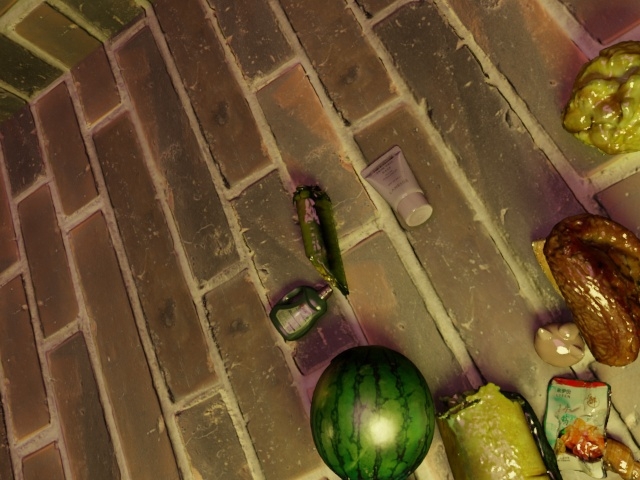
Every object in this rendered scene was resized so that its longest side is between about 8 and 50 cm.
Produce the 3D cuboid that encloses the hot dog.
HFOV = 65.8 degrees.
[{"bbox_3d":[0.673,0.112,1.160,0.174,0.267,0.387,-13,115,51],"label":"hot dog"}]

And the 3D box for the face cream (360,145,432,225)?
[{"bbox_3d":[0.245,-0.170,1.554,0.154,0.096,0.273,-39,53,14],"label":"face cream"}]

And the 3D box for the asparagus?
[{"bbox_3d":[0.000,0.000,1.595,0.108,0.129,0.381,-34,63,52],"label":"asparagus"}]

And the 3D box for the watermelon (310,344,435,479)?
[{"bbox_3d":[0.136,0.462,1.309,0.364,0.363,0.362,-5,76,22],"label":"watermelon"}]

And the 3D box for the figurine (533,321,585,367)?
[{"bbox_3d":[0.612,0.262,1.266,0.125,0.138,0.125,-7,69,19],"label":"figurine"}]

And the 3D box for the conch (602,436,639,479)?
[{"bbox_3d":[0.685,0.520,1.215,0.233,0.080,0.086,6,66,48],"label":"conch"}]

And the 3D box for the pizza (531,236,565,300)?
[{"bbox_3d":[0.691,0.066,1.318,0.188,0.081,0.204,-22,83,34],"label":"pizza"}]

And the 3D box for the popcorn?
[{"bbox_3d":[0.784,-0.352,1.268,0.247,0.282,0.282,-41,64,-15],"label":"popcorn"}]

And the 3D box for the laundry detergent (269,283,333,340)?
[{"bbox_3d":[-0.055,0.210,1.588,0.222,0.078,0.144,-44,62,9],"label":"laundry detergent"}]

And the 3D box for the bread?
[{"bbox_3d":[0.439,0.548,1.218,0.251,0.208,0.376,-26,65,24],"label":"bread"}]

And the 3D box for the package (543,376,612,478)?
[{"bbox_3d":[0.625,0.456,1.216,0.166,0.040,0.231,-11,63,56],"label":"package"}]
